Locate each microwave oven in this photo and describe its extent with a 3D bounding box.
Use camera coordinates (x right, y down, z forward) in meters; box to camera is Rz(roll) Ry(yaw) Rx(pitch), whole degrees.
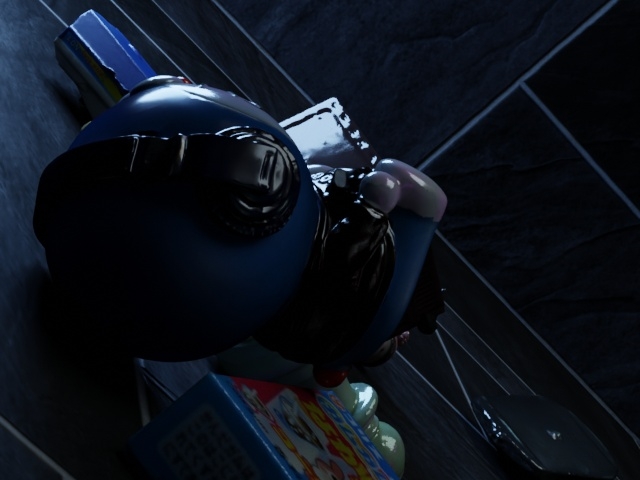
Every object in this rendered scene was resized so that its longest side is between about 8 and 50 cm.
[{"bbox_3d":[0.001,-0.002,2.162,0.247,0.188,0.178,55,-10,41],"label":"microwave oven"}]

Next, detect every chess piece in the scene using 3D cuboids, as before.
[{"bbox_3d":[0.011,0.156,1.883,0.271,0.139,0.139,58,5,-26],"label":"chess piece"}]

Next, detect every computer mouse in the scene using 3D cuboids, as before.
[{"bbox_3d":[0.306,0.299,2.731,0.295,0.087,0.168,14,31,-53],"label":"computer mouse"}]

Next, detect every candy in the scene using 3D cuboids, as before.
[{"bbox_3d":[-0.025,0.199,1.550,0.157,0.100,0.306,51,8,18],"label":"candy"}]

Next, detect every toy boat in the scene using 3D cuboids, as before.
[{"bbox_3d":[-0.176,-0.113,2.101,0.295,0.088,0.129,50,5,22],"label":"toy boat"}]

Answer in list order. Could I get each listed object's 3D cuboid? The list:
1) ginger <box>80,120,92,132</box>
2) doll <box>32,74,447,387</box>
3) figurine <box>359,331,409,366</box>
[{"bbox_3d":[-0.133,-0.019,1.986,0.294,0.086,0.131,46,10,4],"label":"ginger"},{"bbox_3d":[-0.081,-0.007,1.597,0.310,0.284,0.240,22,64,-27],"label":"doll"},{"bbox_3d":[0.052,0.110,2.331,0.054,0.072,0.129,54,11,33],"label":"figurine"}]
